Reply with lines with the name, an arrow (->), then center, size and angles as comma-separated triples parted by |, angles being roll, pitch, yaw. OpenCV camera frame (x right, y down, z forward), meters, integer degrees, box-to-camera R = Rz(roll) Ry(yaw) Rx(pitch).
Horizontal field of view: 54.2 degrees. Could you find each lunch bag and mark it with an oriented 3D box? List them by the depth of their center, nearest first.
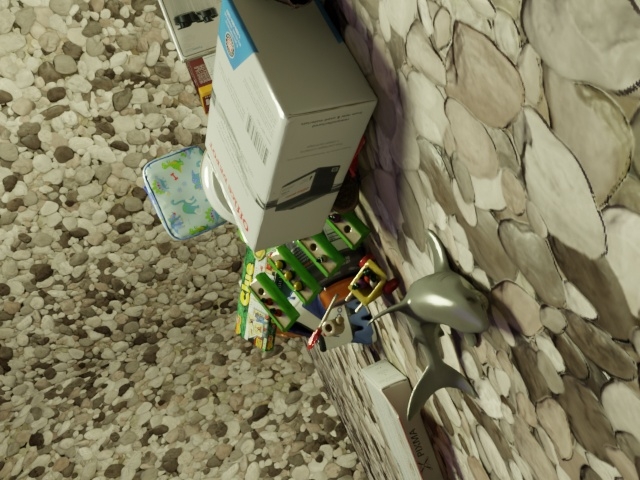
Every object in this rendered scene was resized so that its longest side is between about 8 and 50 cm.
lunch bag -> -0.340, -0.119, 1.578 | 0.090, 0.176, 0.218 | -160, 46, -77

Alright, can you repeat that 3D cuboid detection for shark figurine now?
shark figurine -> 0.115, 0.105, 0.763 | 0.278, 0.116, 0.166 | 85, 163, -56

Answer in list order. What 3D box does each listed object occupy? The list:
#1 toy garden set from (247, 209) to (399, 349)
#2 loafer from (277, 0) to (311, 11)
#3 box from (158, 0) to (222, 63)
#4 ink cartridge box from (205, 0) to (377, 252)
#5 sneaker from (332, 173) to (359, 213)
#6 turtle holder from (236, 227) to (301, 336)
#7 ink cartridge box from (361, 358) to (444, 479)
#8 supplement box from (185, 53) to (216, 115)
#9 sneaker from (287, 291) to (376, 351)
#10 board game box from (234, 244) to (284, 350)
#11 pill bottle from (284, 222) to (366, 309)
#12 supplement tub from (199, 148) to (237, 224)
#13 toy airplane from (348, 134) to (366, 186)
toy garden set -> -0.005, 0.069, 1.037 | 0.204, 0.244, 0.049 | 48, -156, 22
loafer -> -0.037, -0.355, 0.616 | 0.130, 0.134, 0.366 | 44, 179, 6
box -> -0.290, -0.567, 1.415 | 0.087, 0.169, 0.289 | -141, 30, -73
ink cartridge box -> -0.060, -0.162, 0.885 | 0.223, 0.129, 0.307 | 64, 154, 24
sneaker -> 0.014, -0.119, 1.022 | 0.192, 0.064, 0.086 | 63, -179, 20
turtle holder -> -0.086, 0.089, 1.550 | 0.243, 0.228, 0.320 | -143, 31, -74
ink cartridge box -> 0.185, 0.406, 1.210 | 0.261, 0.066, 0.296 | -153, 41, -77
supplement box -> -0.333, -0.520, 1.918 | 0.191, 0.129, 0.194 | 128, 120, -80
sneaker -> -0.021, 0.106, 1.356 | 0.127, 0.182, 0.315 | 95, 152, -69
board game box -> -0.135, 0.107, 1.419 | 0.136, 0.030, 0.259 | 19, 104, 52
pill bottle -> 0.000, 0.000, 1.139 | 0.130, 0.131, 0.245 | 100, 148, -74
supplement tub -> -0.153, -0.147, 1.399 | 0.316, 0.229, 0.228 | -150, 39, -77
toy airplane -> 0.028, -0.148, 0.915 | 0.151, 0.028, 0.151 | 41, 142, 44
